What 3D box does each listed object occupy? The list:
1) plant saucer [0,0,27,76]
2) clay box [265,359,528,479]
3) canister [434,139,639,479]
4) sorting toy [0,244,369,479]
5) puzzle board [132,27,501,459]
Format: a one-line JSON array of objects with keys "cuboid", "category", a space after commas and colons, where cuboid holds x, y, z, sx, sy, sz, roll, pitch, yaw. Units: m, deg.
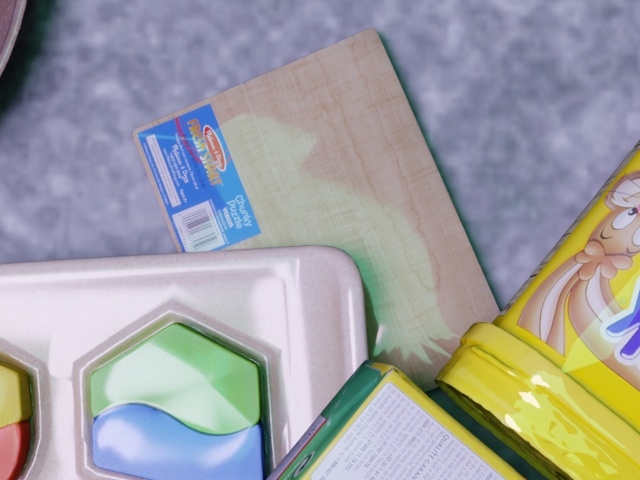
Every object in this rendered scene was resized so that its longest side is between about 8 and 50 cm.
[{"cuboid": [-0.199, -0.095, 0.499, 0.199, 0.036, 0.198, -1, 80, 4], "category": "plant saucer"}, {"cuboid": [0.061, 0.155, 0.413, 0.222, 0.053, 0.127, 41, 83, -5], "category": "clay box"}, {"cuboid": [0.137, 0.018, 0.433, 0.126, 0.073, 0.170, 39, 84, 1], "category": "canister"}, {"cuboid": [-0.084, 0.102, 0.450, 0.208, 0.038, 0.193, -4, 87, 5], "category": "sorting toy"}, {"cuboid": [0.000, 0.000, 0.481, 0.096, 0.011, 0.128, -23, 80, 2], "category": "puzzle board"}]
